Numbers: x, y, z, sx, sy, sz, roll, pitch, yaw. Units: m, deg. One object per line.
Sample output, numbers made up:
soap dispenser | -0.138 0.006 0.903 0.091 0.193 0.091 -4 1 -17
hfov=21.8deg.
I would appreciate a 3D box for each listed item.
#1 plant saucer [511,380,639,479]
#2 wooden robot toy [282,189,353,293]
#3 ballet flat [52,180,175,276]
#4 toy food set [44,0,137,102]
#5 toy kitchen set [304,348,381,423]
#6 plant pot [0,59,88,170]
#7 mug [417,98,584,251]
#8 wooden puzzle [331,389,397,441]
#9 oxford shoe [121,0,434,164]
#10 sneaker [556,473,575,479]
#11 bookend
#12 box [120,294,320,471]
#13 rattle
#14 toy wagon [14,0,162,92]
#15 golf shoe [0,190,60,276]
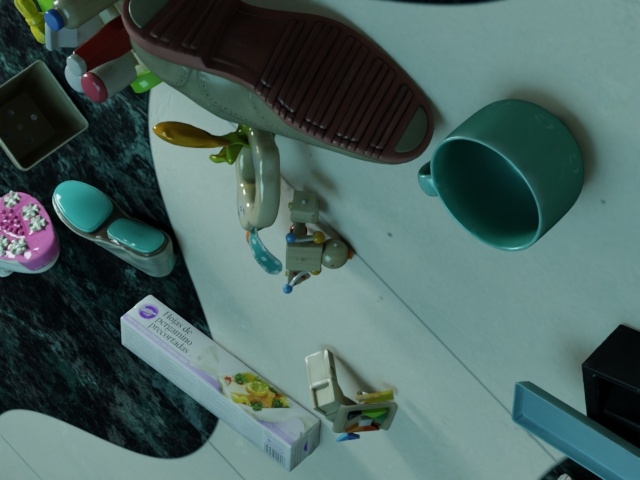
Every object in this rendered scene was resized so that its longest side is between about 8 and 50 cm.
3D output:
plant saucer | 0.277 0.208 1.687 0.192 0.018 0.067 31 144 27
wooden robot toy | 0.000 0.000 1.933 0.079 0.076 0.173 7 139 1
ballet flat | -0.280 -0.009 2.246 0.213 0.072 0.068 29 151 31
toy food set | -0.271 -0.227 1.839 0.111 0.104 0.232 38 147 20
toy kitchen set | 0.034 0.183 2.100 0.068 0.075 0.083 -22 148 21
plant pot | -0.388 -0.158 2.199 0.109 0.109 0.096 54 161 -7
mug | 0.174 -0.075 1.581 0.158 0.097 0.129 34 146 25
wooden puzzle | 0.055 0.223 2.082 0.116 0.079 0.014 95 169 -56
oxford shoe | -0.041 -0.166 1.733 0.348 0.123 0.130 29 159 11
sneaker | 0.274 0.337 1.914 0.083 0.084 0.215 39 156 11
bookend | 0.349 0.186 1.661 0.156 0.072 0.157 23 140 36
box | -0.140 0.194 2.288 0.324 0.063 0.067 34 144 24
rattle | -0.112 -0.043 1.903 0.130 0.143 0.199 51 146 35
toy wagon | -0.242 -0.299 1.896 0.344 0.068 0.267 -8 116 55
golf shoe | -0.466 -0.002 2.467 0.306 0.115 0.140 24 151 45
